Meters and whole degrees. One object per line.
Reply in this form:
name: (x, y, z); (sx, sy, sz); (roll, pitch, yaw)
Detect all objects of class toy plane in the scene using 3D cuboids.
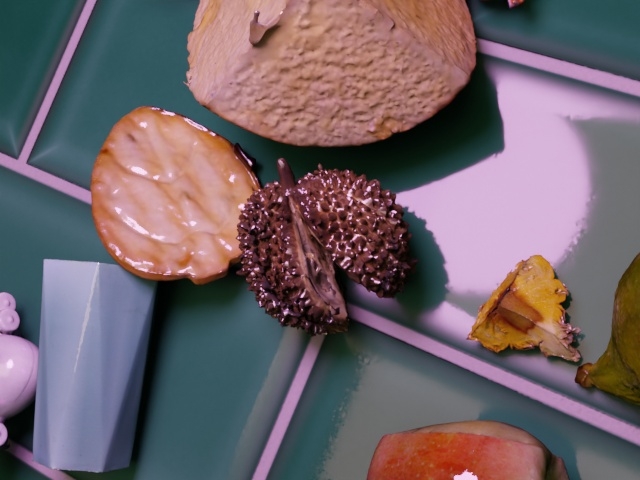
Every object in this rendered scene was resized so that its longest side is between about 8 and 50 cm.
toy plane: (-0.444, 0.180, 1.026); (0.252, 0.118, 0.252); (-14, 61, 27)

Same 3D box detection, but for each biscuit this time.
biscuit: (-0.171, -0.059, 0.982); (0.203, 0.041, 0.260); (-20, 62, -16)

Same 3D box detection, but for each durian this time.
durian: (0.000, 0.000, 0.872); (0.196, 0.167, 0.196); (-1, 100, -8)

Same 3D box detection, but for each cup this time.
cup: (-0.270, 0.144, 0.972); (0.148, 0.134, 0.235); (5, 83, 25)

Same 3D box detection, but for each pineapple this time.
pineapple: (0.214, 0.078, 0.830); (0.114, 0.077, 0.114); (36, 90, 20)

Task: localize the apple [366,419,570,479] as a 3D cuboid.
apple: (0.137, 0.260, 0.768); (0.188, 0.207, 0.174); (-14, 35, 26)

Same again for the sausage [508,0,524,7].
sausage: (0.150, -0.384, 0.931); (0.093, 0.093, 0.312); (-27, 70, 14)

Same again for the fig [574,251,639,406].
fig: (0.343, 0.095, 0.756); (0.203, 0.203, 0.235); (58, 141, 20)

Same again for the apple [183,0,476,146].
apple: (0.003, -0.271, 0.887); (0.314, 0.252, 0.309); (-7, 46, 2)
